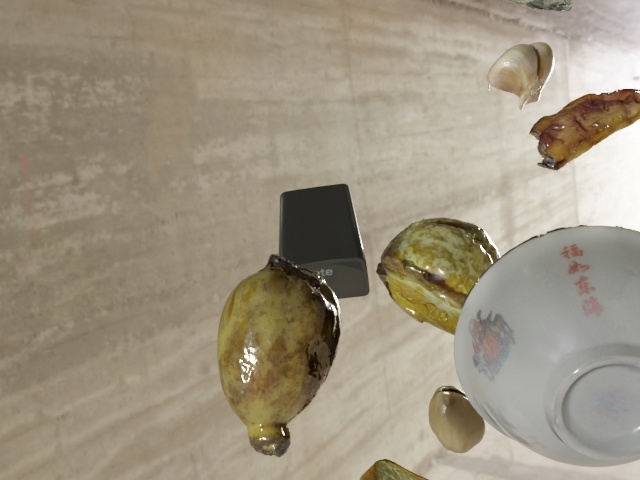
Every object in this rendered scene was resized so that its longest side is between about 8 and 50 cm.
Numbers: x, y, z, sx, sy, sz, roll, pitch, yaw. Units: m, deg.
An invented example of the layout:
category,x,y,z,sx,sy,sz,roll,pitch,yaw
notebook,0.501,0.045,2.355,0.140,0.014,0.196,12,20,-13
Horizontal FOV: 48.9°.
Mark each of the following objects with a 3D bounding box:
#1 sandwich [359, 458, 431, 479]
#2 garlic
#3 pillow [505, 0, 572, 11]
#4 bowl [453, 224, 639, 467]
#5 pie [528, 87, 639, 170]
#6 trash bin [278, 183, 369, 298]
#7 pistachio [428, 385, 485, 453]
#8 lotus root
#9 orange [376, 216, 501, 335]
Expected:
category,x,y,z,sx,sy,sz,roll,pitch,yaw
sandwich,0.165,0.506,1.252,0.214,0.065,0.186,26,-142,-19
garlic,0.413,-0.350,1.442,0.099,0.124,0.174,37,-131,28
pillow,0.291,-0.500,1.187,0.092,0.335,0.161,-49,169,-3
bowl,0.342,0.165,0.869,0.345,0.346,0.157,-6,-161,9
pie,0.314,-0.139,0.829,0.170,0.034,0.092,-31,-137,-8
trash bin,0.000,0.000,1.397,0.165,0.115,0.226,-8,-133,3
pistachio,0.310,0.413,1.627,0.126,0.185,0.108,-17,-153,25
lotus root,-0.050,0.121,0.763,0.138,0.214,0.138,11,164,3
orange,0.278,0.068,1.528,0.210,0.271,0.369,-50,165,-15
